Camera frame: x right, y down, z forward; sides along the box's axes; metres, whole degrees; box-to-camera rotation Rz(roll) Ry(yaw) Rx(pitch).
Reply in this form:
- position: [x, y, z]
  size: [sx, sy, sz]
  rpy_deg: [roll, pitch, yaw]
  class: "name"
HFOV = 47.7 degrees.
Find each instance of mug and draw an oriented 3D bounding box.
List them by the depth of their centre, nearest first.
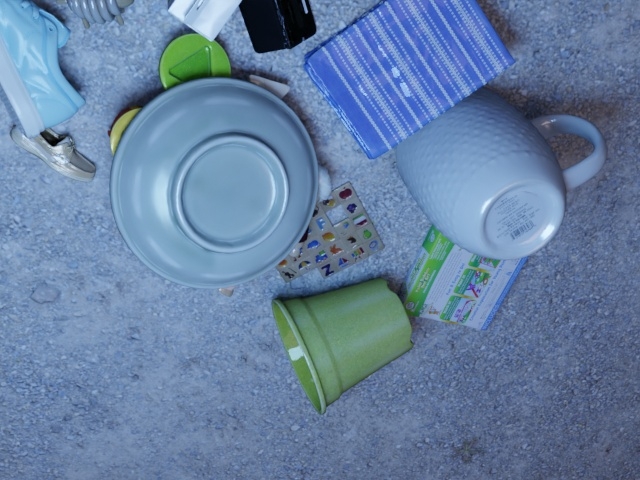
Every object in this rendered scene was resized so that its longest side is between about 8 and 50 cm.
- position: [0.368, -0.138, 1.416]
  size: [0.374, 0.328, 0.276]
  rpy_deg: [-23, 124, 2]
  class: "mug"

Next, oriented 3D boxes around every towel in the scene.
- position: [0.164, -0.338, 1.369]
  size: [0.336, 0.040, 0.243]
  rpy_deg: [-34, 100, 9]
  class: "towel"

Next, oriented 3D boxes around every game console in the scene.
- position: [-0.079, -0.418, 1.330]
  size: [0.107, 0.071, 0.122]
  rpy_deg: [-38, 128, -25]
  class: "game console"

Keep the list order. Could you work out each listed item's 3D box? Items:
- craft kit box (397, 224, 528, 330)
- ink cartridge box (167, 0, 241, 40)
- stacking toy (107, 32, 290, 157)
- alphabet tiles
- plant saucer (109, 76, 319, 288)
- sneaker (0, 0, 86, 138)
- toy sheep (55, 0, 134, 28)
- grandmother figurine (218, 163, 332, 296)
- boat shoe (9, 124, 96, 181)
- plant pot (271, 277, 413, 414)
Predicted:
- position: [0.334, 0.084, 1.711]
  size: [0.246, 0.061, 0.250]
  rpy_deg: [12, 118, -22]
  class: "craft kit box"
- position: [-0.198, -0.410, 1.227]
  size: [0.090, 0.143, 0.092]
  rpy_deg: [30, 111, -27]
  class: "ink cartridge box"
- position: [-0.231, -0.228, 1.384]
  size: [0.309, 0.130, 0.280]
  rpy_deg: [23, 92, -29]
  class: "stacking toy"
- position: [0.000, 0.000, 1.609]
  size: [0.237, 0.009, 0.198]
  rpy_deg: [-27, 123, 5]
  class: "alphabet tiles"
- position: [-0.172, -0.091, 1.315]
  size: [0.400, 0.100, 0.401]
  rpy_deg: [-7, 107, -23]
  class: "plant saucer"
- position: [-0.511, -0.365, 1.215]
  size: [0.150, 0.135, 0.366]
  rpy_deg: [-31, 125, -24]
  class: "sneaker"
- position: [-0.381, -0.406, 1.226]
  size: [0.132, 0.091, 0.091]
  rpy_deg: [-8, 123, -2]
  class: "toy sheep"
- position: [-0.106, -0.029, 1.506]
  size: [0.342, 0.104, 0.208]
  rpy_deg: [-44, 135, 14]
  class: "grandmother figurine"
- position: [-0.490, -0.172, 1.356]
  size: [0.170, 0.063, 0.059]
  rpy_deg: [33, 115, -27]
  class: "boat shoe"
- position: [0.059, 0.212, 1.624]
  size: [0.254, 0.276, 0.276]
  rpy_deg: [-22, 124, -12]
  class: "plant pot"
